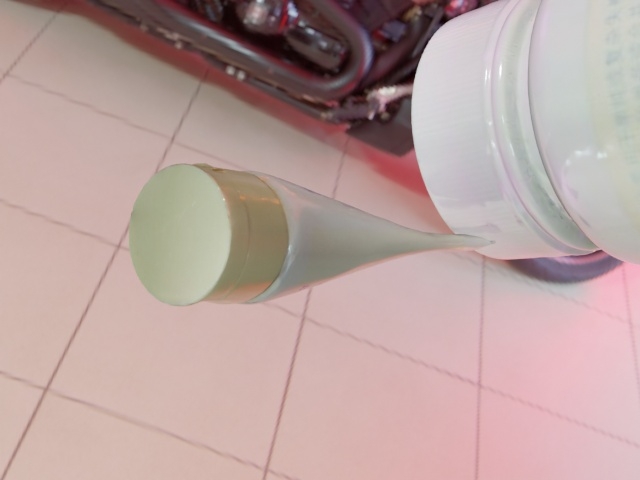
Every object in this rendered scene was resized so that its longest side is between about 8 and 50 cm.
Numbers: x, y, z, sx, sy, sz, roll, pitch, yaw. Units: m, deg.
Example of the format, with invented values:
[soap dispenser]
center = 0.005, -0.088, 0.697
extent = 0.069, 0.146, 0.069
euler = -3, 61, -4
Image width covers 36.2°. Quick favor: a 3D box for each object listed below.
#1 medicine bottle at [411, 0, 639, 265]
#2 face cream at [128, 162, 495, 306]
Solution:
[medicine bottle]
center = 0.253, -0.094, 0.573
extent = 0.214, 0.379, 0.213
euler = 6, 81, -42
[face cream]
center = 0.000, 0.000, 0.556
extent = 0.114, 0.070, 0.224
euler = 7, 2, 37
